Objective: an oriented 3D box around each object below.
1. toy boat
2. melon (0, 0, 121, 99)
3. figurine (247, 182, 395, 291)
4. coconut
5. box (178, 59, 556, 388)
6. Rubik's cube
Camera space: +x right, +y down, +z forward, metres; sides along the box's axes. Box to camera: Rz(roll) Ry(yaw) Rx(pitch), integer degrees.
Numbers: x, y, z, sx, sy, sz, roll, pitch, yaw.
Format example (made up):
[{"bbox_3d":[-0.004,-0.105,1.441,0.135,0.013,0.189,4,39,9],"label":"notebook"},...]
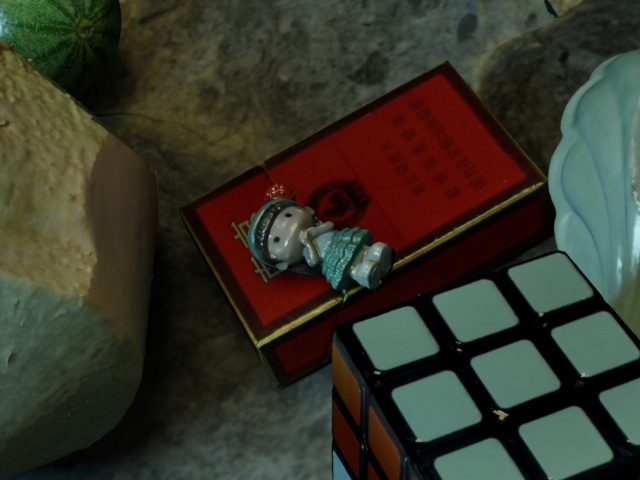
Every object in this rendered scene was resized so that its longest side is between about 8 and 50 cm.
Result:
[{"bbox_3d":[0.254,-0.044,0.963,0.199,0.100,0.290,18,64,9],"label":"toy boat"},{"bbox_3d":[-0.302,-0.204,1.247,0.288,0.182,0.182,20,62,29],"label":"melon"},{"bbox_3d":[0.000,0.000,0.986,0.106,0.047,0.060,20,79,24],"label":"figurine"},{"bbox_3d":[-0.262,0.033,0.987,0.298,0.297,0.309,-11,48,11],"label":"coconut"},{"bbox_3d":[0.034,-0.016,1.058,0.240,0.074,0.153,-30,56,-4],"label":"box"},{"bbox_3d":[0.109,0.129,0.842,0.162,0.160,0.163,-19,48,-18],"label":"Rubik's cube"}]
